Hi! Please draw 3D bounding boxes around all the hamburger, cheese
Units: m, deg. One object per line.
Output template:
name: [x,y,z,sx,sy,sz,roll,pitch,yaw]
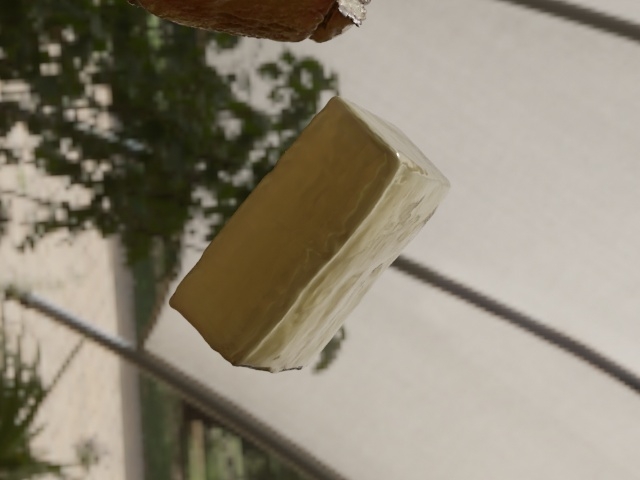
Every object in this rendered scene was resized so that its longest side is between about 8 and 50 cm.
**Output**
hamburger: [-0.099,-0.299,1.613,0.282,0.245,0.155,52,23,-53]
cheese: [0.000,0.000,1.537,0.265,0.124,0.242,-50,168,8]
